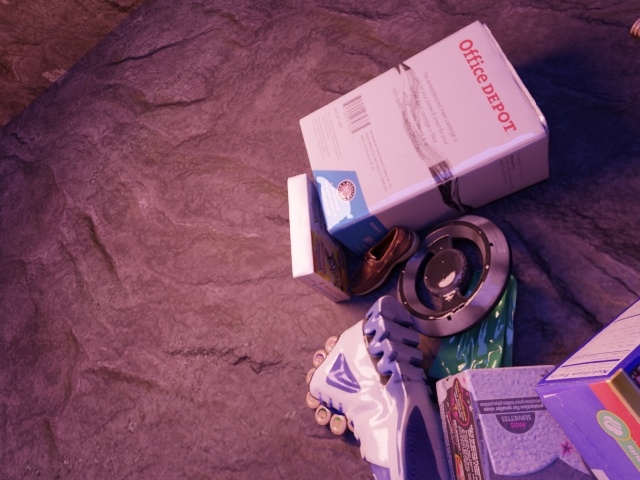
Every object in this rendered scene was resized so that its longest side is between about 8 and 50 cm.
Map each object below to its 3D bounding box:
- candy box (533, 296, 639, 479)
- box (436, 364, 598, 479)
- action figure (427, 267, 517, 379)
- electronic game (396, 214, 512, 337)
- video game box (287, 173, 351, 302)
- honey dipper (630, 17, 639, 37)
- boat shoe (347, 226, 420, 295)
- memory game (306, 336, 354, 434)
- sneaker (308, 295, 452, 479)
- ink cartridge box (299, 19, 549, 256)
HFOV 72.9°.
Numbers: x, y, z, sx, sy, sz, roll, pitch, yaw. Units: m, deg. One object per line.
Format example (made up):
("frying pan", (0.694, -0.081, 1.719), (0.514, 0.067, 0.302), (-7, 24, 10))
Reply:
("candy box", (0.444, 0.183, 0.457), (0.317, 0.122, 0.268), (-28, 74, -20))
("box", (0.299, 0.247, 0.562), (0.246, 0.142, 0.164), (-2, 66, -3))
("action figure", (0.276, 0.133, 0.727), (0.137, 0.063, 0.233), (9, 72, 33))
("electronic game", (0.223, 0.058, 0.754), (0.229, 0.048, 0.230), (-38, 35, 34))
("video game box", (0.000, 0.000, 0.858), (0.048, 0.187, 0.206), (-16, 63, 22))
("honey dipper", (0.628, -0.347, 0.757), (0.030, 0.030, 0.161), (-45, 57, 5))
("boat shoe", (0.109, 0.037, 0.837), (0.178, 0.060, 0.064), (-46, 36, 26))
("memory game", (0.045, 0.263, 0.808), (0.186, 0.012, 0.186), (-20, 57, 33))
("sneaker", (0.081, 0.264, 0.688), (0.182, 0.127, 0.316), (-36, 42, 33))
("ink cartridge box", (0.187, -0.183, 0.844), (0.394, 0.166, 0.286), (-24, 61, 19))
